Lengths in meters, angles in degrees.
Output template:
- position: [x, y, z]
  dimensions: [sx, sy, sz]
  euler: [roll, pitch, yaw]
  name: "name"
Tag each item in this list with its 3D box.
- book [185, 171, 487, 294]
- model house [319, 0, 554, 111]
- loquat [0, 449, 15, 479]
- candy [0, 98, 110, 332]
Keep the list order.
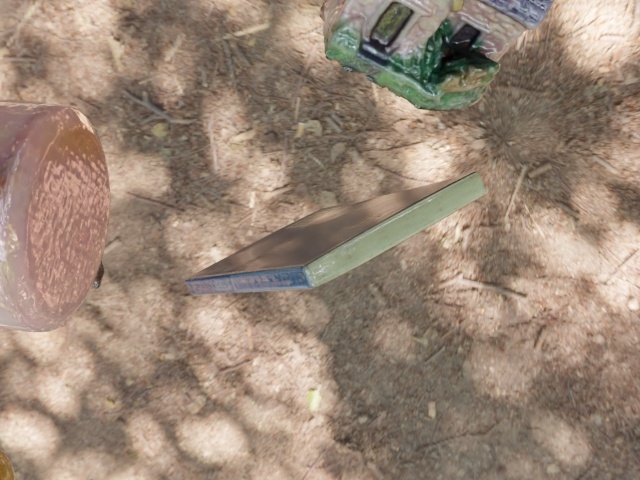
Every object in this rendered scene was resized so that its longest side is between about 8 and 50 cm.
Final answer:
- position: [0.000, 0.000, 0.694]
  dimensions: [0.191, 0.269, 0.025]
  euler: [-28, 99, -29]
  name: "book"
- position: [0.156, -0.309, 0.866]
  dimensions: [0.237, 0.202, 0.237]
  euler: [25, 142, -12]
  name: "model house"
- position: [-0.483, 0.308, 0.876]
  dimensions: [0.238, 0.238, 0.193]
  euler: [7, 85, 13]
  name: "loquat"
- position: [-0.304, -0.021, 0.787]
  dimensions: [0.094, 0.255, 0.255]
  euler: [6, 99, 5]
  name: "candy"
